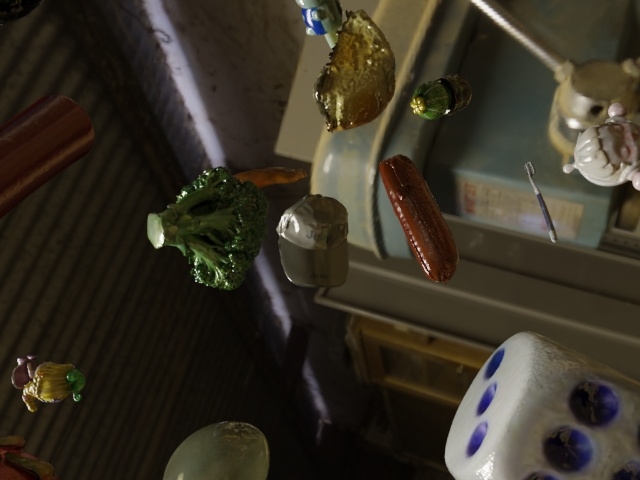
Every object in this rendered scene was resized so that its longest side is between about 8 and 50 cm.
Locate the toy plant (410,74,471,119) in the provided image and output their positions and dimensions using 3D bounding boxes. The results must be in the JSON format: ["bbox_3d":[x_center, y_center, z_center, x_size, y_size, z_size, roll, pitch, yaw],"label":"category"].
[{"bbox_3d":[0.283,-0.339,1.860,0.162,0.093,0.092,-23,-50,-36],"label":"toy plant"}]

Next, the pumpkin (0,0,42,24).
[{"bbox_3d":[-0.644,-0.536,1.535,0.233,0.163,0.233,-38,-30,-27],"label":"pumpkin"}]

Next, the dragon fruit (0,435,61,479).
[{"bbox_3d":[-0.616,0.536,1.556,0.227,0.243,0.307,-46,-62,-81],"label":"dragon fruit"}]

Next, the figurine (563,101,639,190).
[{"bbox_3d":[0.606,-0.184,1.521,0.144,0.257,0.181,-5,-90,-82],"label":"figurine"}]

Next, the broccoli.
[{"bbox_3d":[-0.233,-0.024,1.648,0.270,0.270,0.269,-5,-69,-45],"label":"broccoli"}]

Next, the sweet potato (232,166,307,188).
[{"bbox_3d":[-0.158,-0.152,1.959,0.057,0.265,0.057,31,-126,-57],"label":"sweet potato"}]

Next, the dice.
[{"bbox_3d":[0.396,0.321,1.240,0.276,0.304,0.304,-60,-1,-3],"label":"dice"}]

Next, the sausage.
[{"bbox_3d":[0.225,-0.055,1.777,0.102,0.102,0.330,50,-164,-68],"label":"sausage"}]

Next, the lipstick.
[{"bbox_3d":[-0.313,-0.069,0.767,0.241,0.080,0.080,-64,-19,-56],"label":"lipstick"}]

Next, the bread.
[{"bbox_3d":[0.089,-0.367,1.774,0.204,0.163,0.262,76,-148,-67],"label":"bread"}]

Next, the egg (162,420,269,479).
[{"bbox_3d":[-0.209,0.470,1.575,0.253,0.186,0.186,-39,-16,9],"label":"egg"}]

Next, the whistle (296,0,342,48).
[{"bbox_3d":[-0.001,-0.522,1.763,0.244,0.092,0.110,62,-159,-44],"label":"whistle"}]

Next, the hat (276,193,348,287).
[{"bbox_3d":[0.000,0.000,2.178,0.149,0.214,0.244,106,156,-45],"label":"hat"}]

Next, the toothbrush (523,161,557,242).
[{"bbox_3d":[0.604,-0.108,2.134,0.024,0.026,0.288,31,-142,-36],"label":"toothbrush"}]

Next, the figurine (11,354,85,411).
[{"bbox_3d":[-0.546,0.300,1.589,0.095,0.156,0.114,-27,-60,-72],"label":"figurine"}]
